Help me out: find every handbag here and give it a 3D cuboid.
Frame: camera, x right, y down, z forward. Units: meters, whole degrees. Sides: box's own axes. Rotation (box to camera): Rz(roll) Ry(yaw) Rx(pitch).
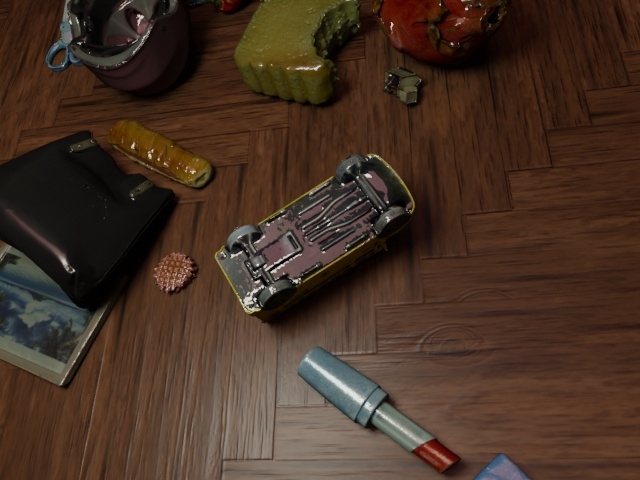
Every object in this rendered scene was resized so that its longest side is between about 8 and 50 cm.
[{"bbox_3d":[-0.472,-0.068,1.109,0.342,0.152,0.288,37,58,11],"label":"handbag"}]

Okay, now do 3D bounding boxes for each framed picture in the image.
[{"bbox_3d":[-0.556,0.128,1.112,0.315,0.024,0.231,15,66,19],"label":"framed picture"}]

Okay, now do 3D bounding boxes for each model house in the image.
[{"bbox_3d":[0.175,-0.318,1.165,0.058,0.057,0.083,-18,36,-27],"label":"model house"}]

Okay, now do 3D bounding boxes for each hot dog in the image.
[{"bbox_3d":[-0.345,-0.190,1.211,0.286,0.061,0.087,24,59,22],"label":"hot dog"}]

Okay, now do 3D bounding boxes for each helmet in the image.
[{"bbox_3d":[-0.408,-0.476,1.292,0.271,0.197,0.338,-13,61,13],"label":"helmet"}]

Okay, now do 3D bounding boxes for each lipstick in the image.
[{"bbox_3d":[0.086,0.261,0.872,0.274,0.061,0.068,32,72,25],"label":"lipstick"}]

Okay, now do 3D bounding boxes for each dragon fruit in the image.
[{"bbox_3d":[0.235,-0.466,1.130,0.315,0.250,0.250,17,67,35],"label":"dragon fruit"}]

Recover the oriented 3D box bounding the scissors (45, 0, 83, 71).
[{"bbox_3d":[-0.646,-0.548,1.481,0.125,0.030,0.255,-13,64,7],"label":"scissors"}]

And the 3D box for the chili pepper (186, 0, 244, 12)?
[{"bbox_3d":[-0.173,-0.653,1.387,0.388,0.110,0.110,-40,62,-13],"label":"chili pepper"}]

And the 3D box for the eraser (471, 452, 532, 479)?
[{"bbox_3d":[0.307,0.443,0.737,0.144,0.042,0.312,-41,62,-10],"label":"eraser"}]

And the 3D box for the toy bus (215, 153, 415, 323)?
[{"bbox_3d":[0.000,0.000,0.979,0.330,0.152,0.144,-32,66,-2],"label":"toy bus"}]

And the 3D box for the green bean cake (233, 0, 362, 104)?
[{"bbox_3d":[-0.040,-0.414,1.218,0.233,0.124,0.236,14,67,20],"label":"green bean cake"}]

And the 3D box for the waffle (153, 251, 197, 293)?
[{"bbox_3d":[-0.277,0.060,1.081,0.083,0.029,0.075,-41,61,-7],"label":"waffle"}]
